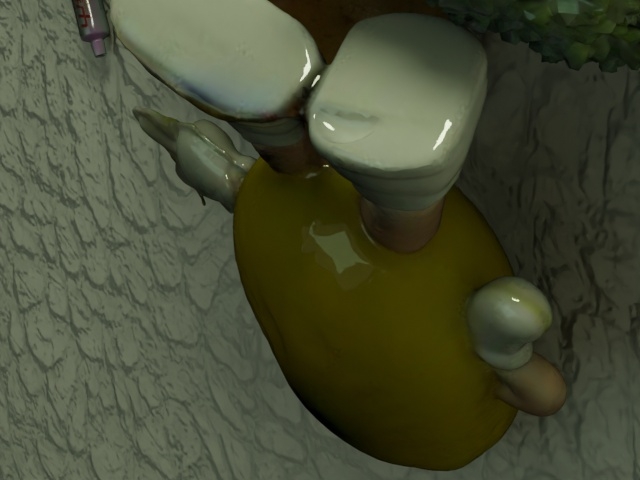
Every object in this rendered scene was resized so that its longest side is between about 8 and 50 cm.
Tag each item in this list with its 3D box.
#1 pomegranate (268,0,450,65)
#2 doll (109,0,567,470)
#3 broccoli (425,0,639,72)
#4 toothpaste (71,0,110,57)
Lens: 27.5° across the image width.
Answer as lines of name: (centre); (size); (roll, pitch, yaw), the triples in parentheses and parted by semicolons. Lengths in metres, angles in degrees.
pomegranate: (0.002, -0.172, 0.877); (0.196, 0.196, 0.196); (17, 114, 44)
doll: (0.010, -0.005, 0.811); (0.348, 0.161, 0.423); (44, 164, 3)
broccoli: (0.135, -0.209, 0.602); (0.375, 0.249, 0.302); (37, 151, 1)
toothpaste: (-0.224, -0.252, 1.209); (0.045, 0.028, 0.170); (-18, 85, 38)
